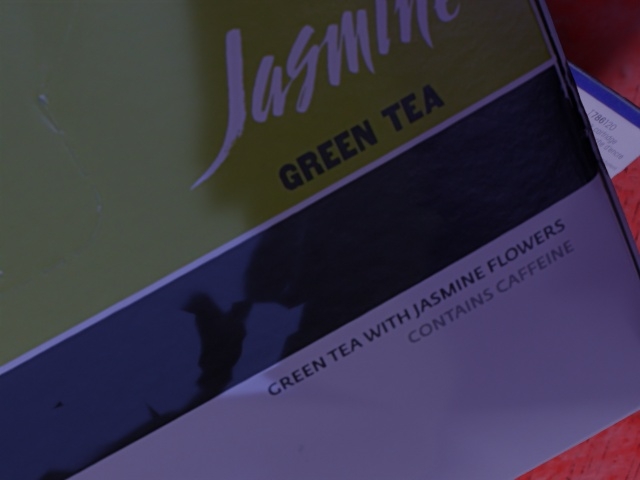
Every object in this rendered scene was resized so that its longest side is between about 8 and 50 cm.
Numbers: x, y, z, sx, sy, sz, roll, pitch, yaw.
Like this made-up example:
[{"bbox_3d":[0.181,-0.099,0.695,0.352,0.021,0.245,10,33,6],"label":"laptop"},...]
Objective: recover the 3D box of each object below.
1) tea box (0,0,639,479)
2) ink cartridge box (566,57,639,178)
[{"bbox_3d":[-0.127,-0.046,0.394,0.329,0.220,0.323,-28,118,-4],"label":"tea box"},{"bbox_3d":[0.000,0.000,0.698,0.165,0.065,0.332,28,123,-32],"label":"ink cartridge box"}]
